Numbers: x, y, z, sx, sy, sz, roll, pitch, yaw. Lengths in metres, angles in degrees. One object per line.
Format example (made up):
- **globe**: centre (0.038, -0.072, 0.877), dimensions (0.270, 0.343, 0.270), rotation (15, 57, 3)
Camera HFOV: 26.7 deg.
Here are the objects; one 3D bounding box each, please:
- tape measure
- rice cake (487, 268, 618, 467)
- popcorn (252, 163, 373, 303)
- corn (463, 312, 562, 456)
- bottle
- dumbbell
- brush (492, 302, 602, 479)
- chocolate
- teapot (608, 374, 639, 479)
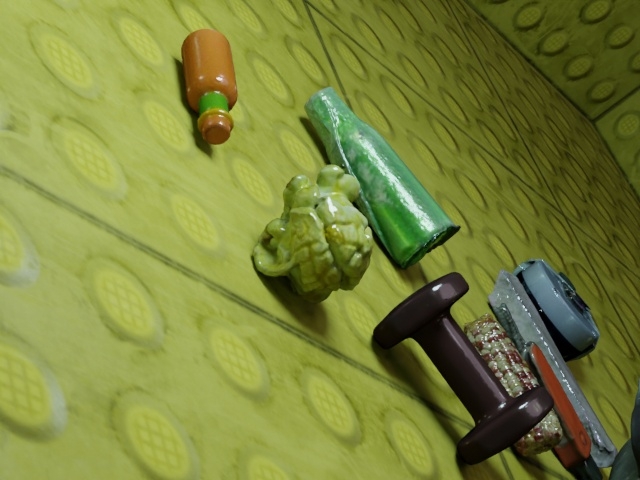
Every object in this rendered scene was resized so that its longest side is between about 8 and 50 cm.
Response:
- **tape measure**: centre (0.403, 0.120, 2.325), dimensions (0.182, 0.107, 0.181), rotation (46, 14, -25)
- **rice cake**: centre (0.368, 0.209, 2.159), dimensions (0.073, 0.056, 0.365), rotation (19, 38, -57)
- **popcorn**: centre (0.000, 0.000, 1.585), dimensions (0.136, 0.162, 0.141), rotation (27, -31, 22)
- **corn**: centre (0.268, 0.203, 1.925), dimensions (0.079, 0.079, 0.237), rotation (28, 28, -49)
- **bottle**: centre (-0.138, -0.190, 1.698), dimensions (0.069, 0.069, 0.187), rotation (38, 27, -35)
- **dumbbell**: centre (0.179, 0.160, 1.698), dimensions (0.225, 0.140, 0.124), rotation (55, 10, 6)
- **brush**: centre (0.337, 0.236, 2.020), dimensions (0.323, 0.051, 0.070), rotation (62, 24, -6)
- **chocolate**: centre (0.076, -0.100, 1.985), dimensions (0.291, 0.110, 0.110), rotation (54, 19, 13)
- **teapot**: centre (0.510, 0.359, 1.907), dimensions (0.223, 0.305, 0.285), rotation (21, 19, 19)
